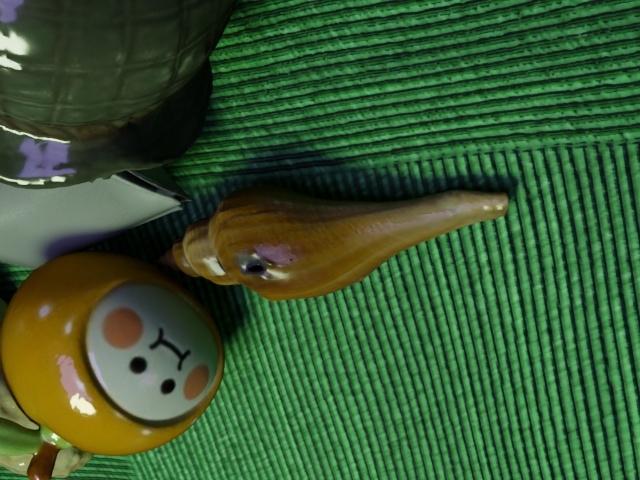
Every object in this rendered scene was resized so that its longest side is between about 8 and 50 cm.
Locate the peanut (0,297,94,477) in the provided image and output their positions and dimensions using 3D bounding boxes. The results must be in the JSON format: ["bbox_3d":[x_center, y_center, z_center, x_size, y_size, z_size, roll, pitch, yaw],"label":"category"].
[{"bbox_3d":[-0.364,0.144,1.015,0.120,0.136,0.298,-40,95,2],"label":"peanut"}]

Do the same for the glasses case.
[{"bbox_3d":[-0.240,-0.045,0.871,0.128,0.083,0.308,32,148,-30],"label":"glasses case"}]

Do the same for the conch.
[{"bbox_3d":[-0.002,0.002,0.795,0.330,0.093,0.109,-6,107,26],"label":"conch"}]

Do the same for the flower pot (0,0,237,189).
[{"bbox_3d":[-0.195,-0.205,0.668,0.301,0.302,0.213,31,137,7],"label":"flower pot"}]

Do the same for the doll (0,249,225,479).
[{"bbox_3d":[-0.218,0.131,0.873,0.213,0.236,0.213,29,159,12],"label":"doll"}]
